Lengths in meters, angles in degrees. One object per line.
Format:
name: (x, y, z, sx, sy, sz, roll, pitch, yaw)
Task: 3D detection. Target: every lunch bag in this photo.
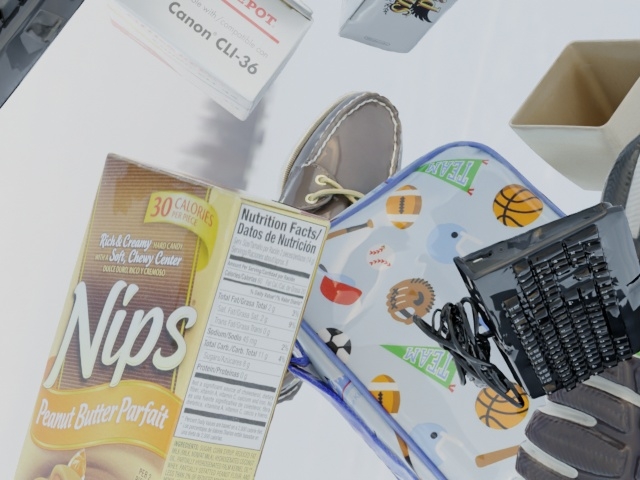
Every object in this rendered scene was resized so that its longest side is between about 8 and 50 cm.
lunch bag: (0.111, 0.078, 1.323, 0.243, 0.303, 0.115, -37, -30, -12)

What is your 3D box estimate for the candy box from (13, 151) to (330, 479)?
candy box: (-0.118, 0.110, 1.214, 0.183, 0.087, 0.316, 19, 94, 51)

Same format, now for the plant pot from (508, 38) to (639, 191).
plant pot: (0.246, -0.099, 1.456, 0.109, 0.096, 0.109, 5, 50, 50)

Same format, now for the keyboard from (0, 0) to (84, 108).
keyboard: (-0.220, -0.128, 0.834, 0.317, 0.201, 0.033, -63, -17, -45)

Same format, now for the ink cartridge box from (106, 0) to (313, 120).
ink cartridge box: (-0.072, -0.140, 1.077, 0.067, 0.115, 0.198, -54, 3, -4)

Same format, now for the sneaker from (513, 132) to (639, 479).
sneaker: (0.208, 0.067, 0.957, 0.162, 0.106, 0.281, -12, -57, -52)

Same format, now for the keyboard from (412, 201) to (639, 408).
keyboard: (0.104, 0.046, 0.780, 0.192, 0.100, 0.038, 54, -164, -64)

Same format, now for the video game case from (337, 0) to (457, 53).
video game case: (0.092, -0.290, 1.098, 0.244, 0.061, 0.269, 135, 145, -65)

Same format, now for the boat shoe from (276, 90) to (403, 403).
boat shoe: (0.000, 0.000, 1.569, 0.324, 0.117, 0.097, -64, 10, -17)
